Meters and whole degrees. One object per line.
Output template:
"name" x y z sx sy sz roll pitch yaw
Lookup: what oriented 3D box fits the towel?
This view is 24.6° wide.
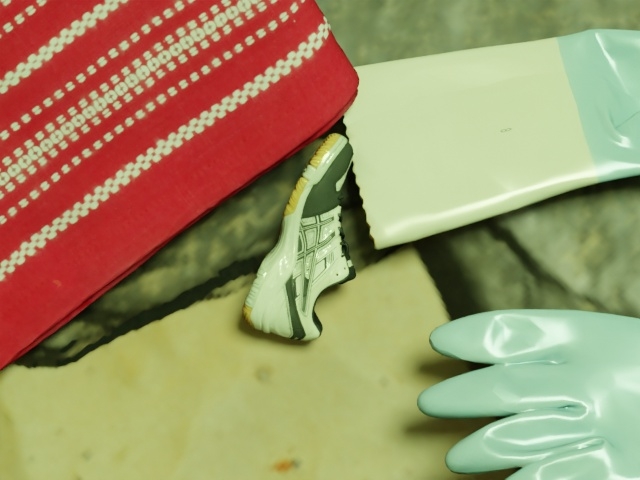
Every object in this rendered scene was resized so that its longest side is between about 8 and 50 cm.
"towel" -0.121 -0.093 0.506 0.199 0.275 0.031 -36 37 -1

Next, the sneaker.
"sneaker" 0.000 0.000 0.578 0.037 0.032 0.083 22 98 0

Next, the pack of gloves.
"pack of gloves" 0.137 0.000 0.578 0.232 0.046 0.195 -12 64 0
